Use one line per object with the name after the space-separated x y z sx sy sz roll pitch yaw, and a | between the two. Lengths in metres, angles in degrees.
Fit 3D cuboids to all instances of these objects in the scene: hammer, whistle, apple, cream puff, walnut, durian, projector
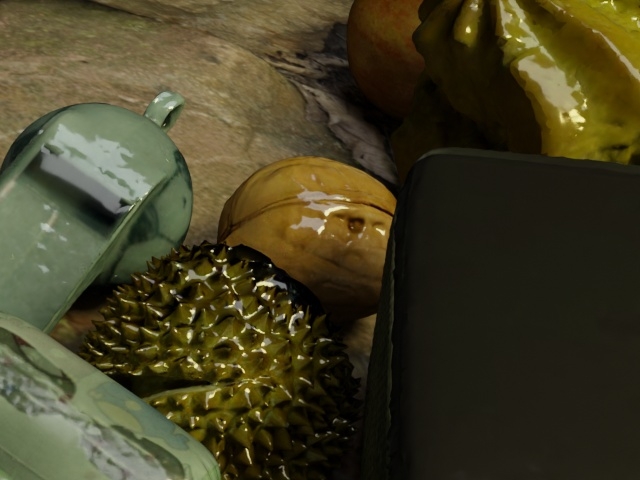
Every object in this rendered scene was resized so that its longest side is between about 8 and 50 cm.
-0.211 0.183 0.601 0.206 0.119 0.335 32 40 12 | hammer
-0.194 -0.006 0.864 0.163 0.163 0.289 31 71 11 | whistle
0.137 -0.232 1.308 0.188 0.211 0.211 35 33 30 | apple
0.200 -0.116 1.032 0.276 0.378 0.378 21 29 -34 | cream puff
0.000 0.000 0.959 0.180 0.144 0.144 14 34 -23 | walnut
-0.049 0.079 0.813 0.193 0.137 0.237 38 34 20 | durian
0.225 0.147 0.725 0.395 0.242 0.405 5 38 1 | projector
